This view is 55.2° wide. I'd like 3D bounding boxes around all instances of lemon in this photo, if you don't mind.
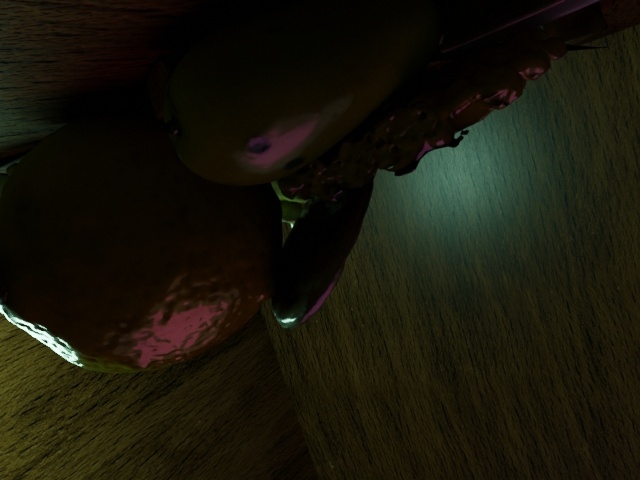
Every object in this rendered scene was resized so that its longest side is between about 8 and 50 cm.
[{"bbox_3d":[-0.232,0.000,0.788,0.349,0.350,0.387,-12,179,43],"label":"lemon"}]

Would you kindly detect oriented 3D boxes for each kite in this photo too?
[{"bbox_3d":[0.251,-0.287,0.917,0.327,0.013,0.377,9,-157,25],"label":"kite"}]

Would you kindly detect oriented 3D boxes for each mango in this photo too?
[{"bbox_3d":[-0.008,-0.155,0.576,0.293,0.143,0.175,-30,178,-13],"label":"mango"}]

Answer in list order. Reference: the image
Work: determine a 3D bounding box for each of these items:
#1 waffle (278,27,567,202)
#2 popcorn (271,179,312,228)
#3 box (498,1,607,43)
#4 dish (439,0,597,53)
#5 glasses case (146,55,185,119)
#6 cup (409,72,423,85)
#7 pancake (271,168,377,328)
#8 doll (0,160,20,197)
[{"bbox_3d":[0.098,-0.135,0.671,0.307,0.060,0.312,-37,-166,-16],"label":"waffle"},{"bbox_3d":[-0.027,-0.144,0.989,0.293,0.237,0.293,-17,-172,2],"label":"popcorn"},{"bbox_3d":[0.472,-0.434,1.333,0.159,0.071,0.240,-23,-172,-15],"label":"box"},{"bbox_3d":[0.267,-0.303,0.750,0.234,0.064,0.154,-11,-170,44],"label":"dish"},{"bbox_3d":[-0.078,-0.190,0.684,0.218,0.049,0.075,-21,-172,-29],"label":"glasses case"},{"bbox_3d":[0.180,-0.315,1.559,0.288,0.203,0.203,-26,-173,-9],"label":"cup"},{"bbox_3d":[0.001,0.000,0.785,0.250,0.031,0.250,-53,-161,27],"label":"pancake"},{"bbox_3d":[-0.466,-0.065,0.919,0.316,0.103,0.145,-24,-178,1],"label":"doll"}]
